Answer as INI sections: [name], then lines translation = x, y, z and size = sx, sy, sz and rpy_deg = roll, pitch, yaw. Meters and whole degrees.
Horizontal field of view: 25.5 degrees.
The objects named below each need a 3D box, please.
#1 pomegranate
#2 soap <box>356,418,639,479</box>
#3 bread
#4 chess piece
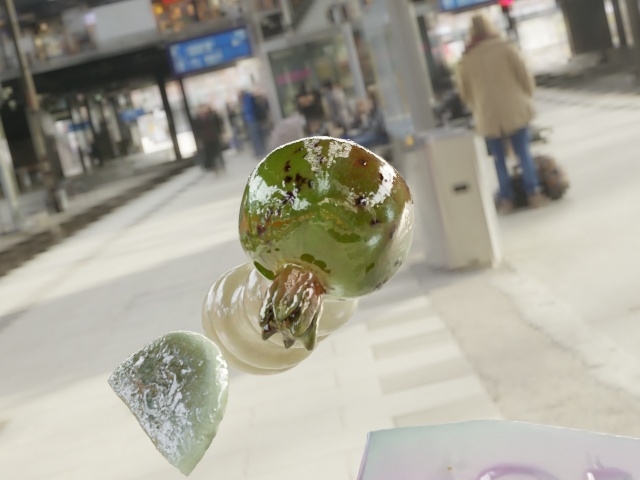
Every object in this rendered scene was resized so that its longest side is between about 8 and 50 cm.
[pomegranate]
translation = 0.000, 0.000, 1.250
size = 0.159, 0.159, 0.205
rpy_deg = -8, 50, 41
[soap]
translation = 0.172, 0.202, 0.785
size = 0.324, 0.109, 0.193
rpy_deg = 7, 35, 9
[bread]
translation = -0.147, 0.143, 1.424
size = 0.112, 0.036, 0.193
rpy_deg = -50, 38, 0
[chess piece]
translation = -0.040, 0.084, 1.839
size = 0.167, 0.167, 0.299
rpy_deg = -15, -5, -21
